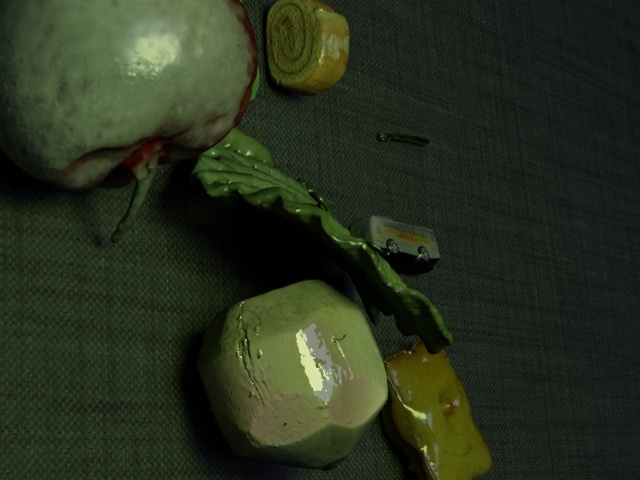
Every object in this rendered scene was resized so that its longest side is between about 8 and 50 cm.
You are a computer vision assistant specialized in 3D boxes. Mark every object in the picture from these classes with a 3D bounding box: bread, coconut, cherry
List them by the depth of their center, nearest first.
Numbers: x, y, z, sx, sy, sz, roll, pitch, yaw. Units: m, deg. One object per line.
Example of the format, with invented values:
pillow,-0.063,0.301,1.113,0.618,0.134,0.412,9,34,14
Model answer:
cherry,-0.249,-0.212,1.295,0.335,0.291,0.326,43,56,-5
coconut,-0.034,0.179,1.435,0.227,0.227,0.230,-10,77,-50
bread,-0.016,-0.287,1.685,0.073,0.122,0.149,14,68,-49
bread,0.161,0.267,1.726,0.161,0.088,0.233,-17,87,-55

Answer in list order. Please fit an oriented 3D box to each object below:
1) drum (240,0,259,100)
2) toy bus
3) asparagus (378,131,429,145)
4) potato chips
drum,-0.144,-0.298,1.600,0.130,0.049,0.253,10,70,-47
toy bus,0.115,0.006,1.784,0.172,0.057,0.072,12,62,-47
asparagus,0.137,-0.168,1.898,0.127,0.015,0.018,1,75,-48
potato chips,-0.005,-0.006,1.511,0.389,0.373,0.097,40,92,-27
